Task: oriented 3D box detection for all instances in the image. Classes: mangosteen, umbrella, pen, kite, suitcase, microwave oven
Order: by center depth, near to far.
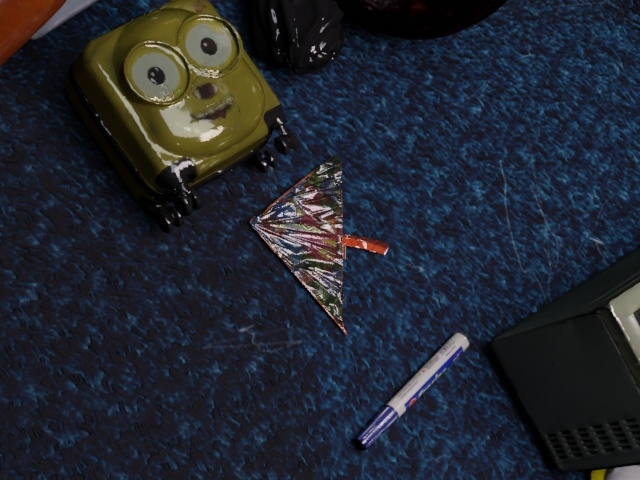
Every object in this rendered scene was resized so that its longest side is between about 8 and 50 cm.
[{"bbox_3d":[-0.161,-0.158,1.485,0.194,0.143,0.235,-34,90,-28],"label":"suitcase"},{"bbox_3d":[0.113,0.183,1.574,0.204,0.025,0.025,-42,94,-28],"label":"pen"},{"bbox_3d":[0.000,0.000,1.587,0.189,0.009,0.232,9,72,-23],"label":"kite"},{"bbox_3d":[0.444,0.120,1.595,0.355,0.286,0.218,-28,88,-30],"label":"microwave oven"},{"bbox_3d":[-0.080,-0.359,1.619,0.118,0.118,0.340,-25,77,-28],"label":"umbrella"},{"bbox_3d":[0.129,-0.410,1.629,0.297,0.297,0.313,29,32,-14],"label":"mangosteen"}]

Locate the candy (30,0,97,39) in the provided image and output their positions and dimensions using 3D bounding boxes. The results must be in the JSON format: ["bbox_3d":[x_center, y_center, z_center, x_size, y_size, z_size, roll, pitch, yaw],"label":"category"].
[{"bbox_3d":[-0.337,-0.332,1.499,0.138,0.071,0.174,-40,93,-25],"label":"candy"}]

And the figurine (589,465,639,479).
[{"bbox_3d":[0.418,0.334,1.635,0.130,0.109,0.178,-21,80,-6],"label":"figurine"}]

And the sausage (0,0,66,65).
[{"bbox_3d":[-0.372,-0.268,1.387,0.268,0.141,0.153,-42,94,-2],"label":"sausage"}]
